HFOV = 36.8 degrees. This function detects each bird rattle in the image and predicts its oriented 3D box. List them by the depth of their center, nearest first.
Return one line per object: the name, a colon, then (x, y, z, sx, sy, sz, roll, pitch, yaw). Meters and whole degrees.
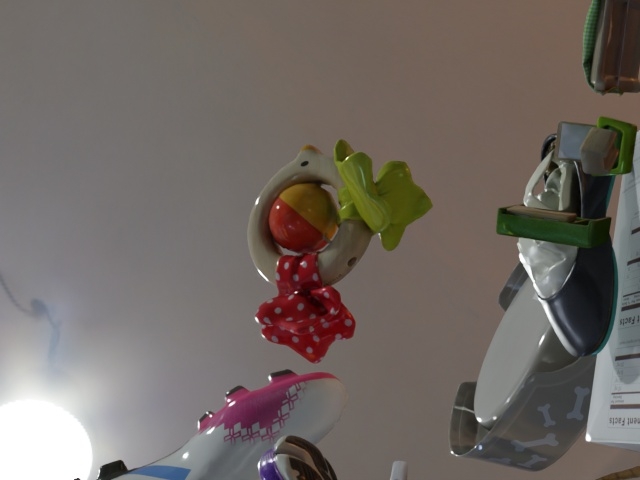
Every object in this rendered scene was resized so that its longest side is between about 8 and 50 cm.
bird rattle: (0.000, 0.000, 1.106, 0.143, 0.207, 0.253, 19, -72, -48)

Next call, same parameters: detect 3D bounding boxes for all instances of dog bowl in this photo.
dog bowl: (0.290, 0.139, 1.248, 0.102, 0.349, 0.348, 26, -78, -2)

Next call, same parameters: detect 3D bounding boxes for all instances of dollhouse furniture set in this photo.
dollhouse furniture set: (0.146, -0.075, 0.557, 0.059, 0.076, 0.151, 12, -76, 32)

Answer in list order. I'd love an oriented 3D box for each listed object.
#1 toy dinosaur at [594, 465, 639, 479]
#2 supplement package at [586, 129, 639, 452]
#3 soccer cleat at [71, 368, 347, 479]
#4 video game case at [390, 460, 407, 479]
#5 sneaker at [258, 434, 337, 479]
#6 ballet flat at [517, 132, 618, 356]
toy dinosaur: (0.373, 0.185, 0.918, 0.112, 0.064, 0.211, 39, -70, 4)
supplement package: (0.292, 0.037, 0.684, 0.139, 0.134, 0.244, 13, -102, -5)
soccer cleat: (-0.104, 0.249, 0.925, 0.331, 0.143, 0.116, -30, -33, 12)
video game case: (0.100, 0.450, 1.343, 0.023, 0.193, 0.212, 3, -70, 10)
sneaker: (-0.012, 0.188, 0.564, 0.071, 0.068, 0.169, -15, -57, -3)
ballet flat: (0.183, -0.007, 0.726, 0.074, 0.203, 0.074, 10, -37, 8)
